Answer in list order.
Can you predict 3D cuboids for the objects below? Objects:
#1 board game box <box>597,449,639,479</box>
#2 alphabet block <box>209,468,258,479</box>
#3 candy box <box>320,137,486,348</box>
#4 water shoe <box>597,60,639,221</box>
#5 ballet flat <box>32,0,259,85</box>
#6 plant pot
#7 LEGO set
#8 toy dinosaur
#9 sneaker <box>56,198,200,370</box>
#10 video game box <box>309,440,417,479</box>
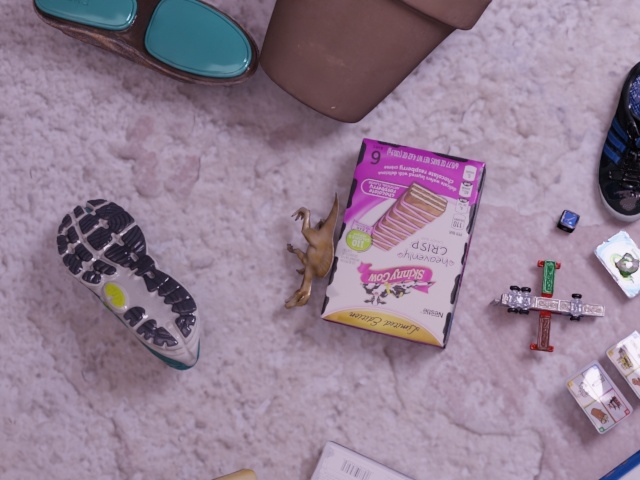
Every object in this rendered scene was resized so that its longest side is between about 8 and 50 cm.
[{"bbox_3d":[0.479,0.329,1.403,0.308,0.086,0.302,-35,83,-5],"label":"board game box"},{"bbox_3d":[-0.168,0.395,1.504,0.193,0.197,0.192,-23,79,23],"label":"alphabet block"},{"bbox_3d":[0.104,0.004,1.594,0.159,0.071,0.233,12,86,10],"label":"candy box"},{"bbox_3d":[0.380,-0.126,1.562,0.073,0.080,0.203,8,84,10],"label":"water shoe"},{"bbox_3d":[-0.217,-0.270,1.661,0.316,0.106,0.107,24,80,10],"label":"ballet flat"},{"bbox_3d":[0.043,-0.276,1.571,0.263,0.263,0.229,37,109,11],"label":"plant pot"},{"bbox_3d":[0.334,0.088,1.573,0.182,0.060,0.244,-34,80,-9],"label":"LEGO set"},{"bbox_3d":[0.000,0.000,1.596,0.053,0.092,0.183,7,121,-26],"label":"toy dinosaur"},{"bbox_3d":[-0.243,0.060,1.627,0.107,0.110,0.275,-33,61,-13],"label":"sneaker"},{"bbox_3d":[0.064,0.370,1.568,0.205,0.048,0.187,24,85,11],"label":"video game box"}]
